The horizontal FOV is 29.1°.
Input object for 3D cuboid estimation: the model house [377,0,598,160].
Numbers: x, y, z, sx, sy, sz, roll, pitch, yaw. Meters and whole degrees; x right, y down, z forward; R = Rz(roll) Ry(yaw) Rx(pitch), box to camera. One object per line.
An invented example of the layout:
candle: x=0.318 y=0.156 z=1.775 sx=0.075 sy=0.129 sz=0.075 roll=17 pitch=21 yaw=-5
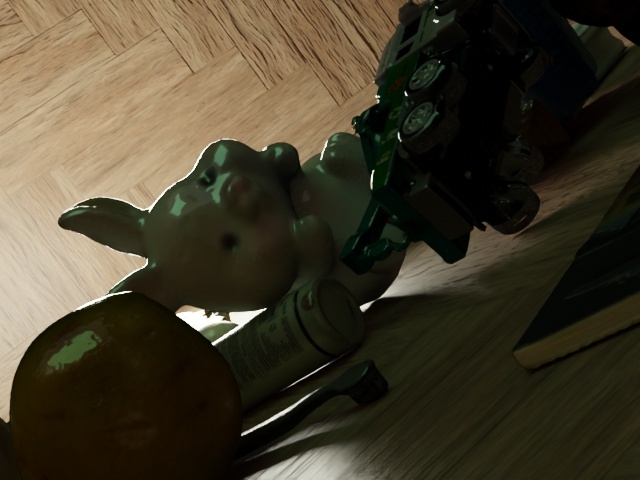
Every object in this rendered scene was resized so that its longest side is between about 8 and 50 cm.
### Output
model house: x=0.204 y=-0.188 z=1.619 sx=0.295 sy=0.252 sz=0.329 roll=-34 pitch=12 yaw=22

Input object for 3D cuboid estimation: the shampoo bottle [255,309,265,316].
shampoo bottle: x=-0.073 y=0.121 z=1.612 sx=0.233 sy=0.049 sz=0.087 roll=-38 pitch=-1 yaw=-19

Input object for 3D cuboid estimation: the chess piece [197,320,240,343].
chess piece: x=-0.183 y=0.183 z=1.476 sx=0.243 sy=0.133 sz=0.133 roll=-29 pitch=6 yaw=3

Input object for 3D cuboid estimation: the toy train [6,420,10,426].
toy train: x=-0.413 y=0.323 z=1.767 sx=0.285 sy=0.116 sz=0.177 roll=-31 pitch=19 yaw=35

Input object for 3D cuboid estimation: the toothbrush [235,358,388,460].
toothbrush: x=-0.046 y=0.176 z=1.127 sx=0.297 sy=0.030 sz=0.030 roll=-33 pitch=15 yaw=39

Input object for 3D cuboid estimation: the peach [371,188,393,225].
peach: x=0.052 y=-0.019 z=1.811 sx=0.127 sy=0.092 sz=0.172 roll=-41 pitch=9 yaw=-19

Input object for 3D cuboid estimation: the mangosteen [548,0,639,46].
mangosteen: x=0.374 y=-0.442 z=1.476 sx=0.381 sy=0.421 sz=0.381 roll=-25 pitch=-29 yaw=-15

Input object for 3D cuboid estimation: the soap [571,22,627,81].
soap: x=0.375 y=-0.263 z=1.921 sx=0.150 sy=0.094 sz=0.261 roll=-25 pitch=10 yaw=37

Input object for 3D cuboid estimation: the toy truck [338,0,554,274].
toy truck: x=0.130 y=-0.129 z=1.345 sx=0.178 sy=0.176 sz=0.363 roll=-25 pitch=35 yaw=40

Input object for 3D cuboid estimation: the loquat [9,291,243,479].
loquat: x=-0.175 y=0.171 z=1.080 sx=0.213 sy=0.213 sz=0.246 roll=-34 pitch=37 yaw=25

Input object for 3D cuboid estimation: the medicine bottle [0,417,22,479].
medicine bottle: x=-0.570 y=0.374 z=1.583 sx=0.406 sy=0.236 sz=0.236 roll=-31 pitch=8 yaw=36

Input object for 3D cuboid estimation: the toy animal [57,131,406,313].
toy animal: x=-0.098 y=0.012 z=1.398 sx=0.367 sy=0.196 sz=0.241 roll=-4 pitch=-34 yaw=-33

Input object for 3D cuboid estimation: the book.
book: x=0.302 y=-0.050 z=0.895 sx=0.262 sy=0.028 sz=0.374 roll=-34 pitch=6 yaw=39

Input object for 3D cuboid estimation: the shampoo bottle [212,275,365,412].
shampoo bottle: x=-0.073 y=0.133 z=1.341 sx=0.262 sy=0.085 sz=0.085 roll=-33 pitch=6 yaw=30

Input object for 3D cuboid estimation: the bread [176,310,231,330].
bread: x=-0.257 y=0.162 z=1.673 sx=0.316 sy=0.054 sz=0.316 roll=-19 pitch=7 yaw=2
